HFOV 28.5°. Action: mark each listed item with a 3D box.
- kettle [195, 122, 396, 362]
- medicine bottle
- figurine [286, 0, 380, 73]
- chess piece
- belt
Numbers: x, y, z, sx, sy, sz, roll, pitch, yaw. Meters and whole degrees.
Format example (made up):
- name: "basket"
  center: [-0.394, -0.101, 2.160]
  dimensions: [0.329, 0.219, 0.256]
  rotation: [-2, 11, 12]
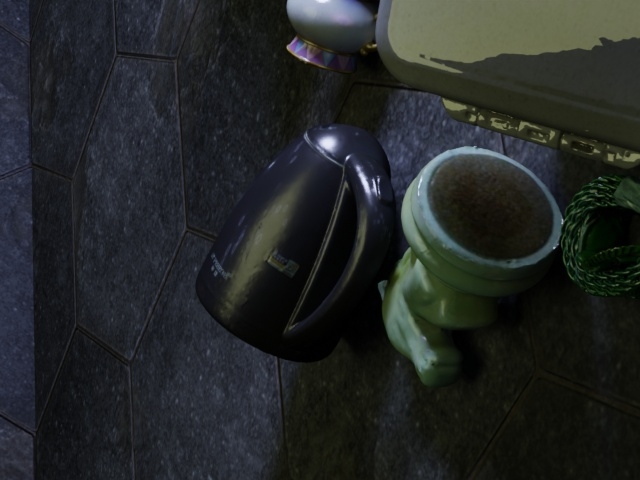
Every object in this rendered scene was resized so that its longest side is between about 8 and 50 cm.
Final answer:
- name: "kettle"
  center: [0.000, 0.000, 1.599]
  dimensions: [0.290, 0.207, 0.268]
  rotation: [-60, 34, 21]
- name: "medicine bottle"
  center: [0.240, -0.224, 1.140]
  dimensions: [0.375, 0.123, 0.282]
  rotation: [20, 106, 28]
- name: "figurine"
  center: [0.045, -0.356, 1.648]
  dimensions: [0.189, 0.142, 0.264]
  rotation: [31, 113, 24]
- name: "chess piece"
  center: [0.140, 0.047, 1.410]
  dimensions: [0.298, 0.175, 0.176]
  rotation: [114, 149, -52]
- name: "belt"
  center: [0.289, -0.004, 1.200]
  dimensions: [0.151, 0.079, 0.121]
  rotation: [6, 89, 60]
